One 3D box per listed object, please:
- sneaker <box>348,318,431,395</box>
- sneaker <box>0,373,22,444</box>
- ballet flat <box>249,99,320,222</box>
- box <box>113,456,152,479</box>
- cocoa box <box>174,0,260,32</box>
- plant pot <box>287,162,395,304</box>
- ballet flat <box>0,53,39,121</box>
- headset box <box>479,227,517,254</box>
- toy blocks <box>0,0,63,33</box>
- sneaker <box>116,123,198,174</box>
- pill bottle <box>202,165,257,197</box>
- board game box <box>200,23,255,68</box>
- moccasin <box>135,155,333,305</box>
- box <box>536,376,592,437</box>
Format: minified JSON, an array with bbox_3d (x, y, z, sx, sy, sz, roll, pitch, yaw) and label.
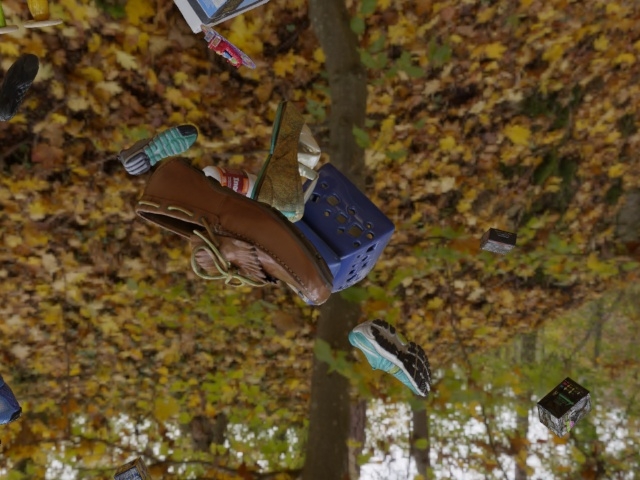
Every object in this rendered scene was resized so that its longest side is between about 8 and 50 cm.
[{"bbox_3d":[0.185,0.298,1.653,0.110,0.275,0.107,-27,-153,41],"label":"sneaker"},{"bbox_3d":[-0.664,0.360,1.141,0.330,0.147,0.130,-36,-171,13],"label":"sneaker"},{"bbox_3d":[-0.056,-0.153,1.257,0.123,0.123,0.348,0,-140,7],"label":"ballet flat"},{"bbox_3d":[-0.361,0.538,1.330,0.054,0.169,0.059,-25,-178,-7],"label":"box"},{"bbox_3d":[-0.263,-0.813,1.918,0.228,0.231,0.347,-21,-164,49],"label":"cocoa box"},{"bbox_3d":[0.000,0.000,1.526,0.212,0.236,0.236,-35,163,-34],"label":"plant pot"},{"bbox_3d":[-0.706,-0.357,1.500,0.057,0.173,0.049,28,172,-15],"label":"ballet flat"},{"bbox_3d":[0.397,0.001,1.442,0.062,0.032,0.083,13,163,3],"label":"headset box"},{"bbox_3d":[-0.406,-0.350,0.836,0.054,0.148,0.123,12,-151,32],"label":"toy blocks"},{"bbox_3d":[-0.448,-0.268,1.766,0.223,0.083,0.098,-32,-133,-21],"label":"sneaker"},{"bbox_3d":[-0.234,-0.147,1.684,0.086,0.086,0.152,1,-179,43],"label":"pill bottle"},{"bbox_3d":[-0.242,-0.475,1.629,0.168,0.033,0.133,36,178,-14],"label":"board game box"},{"bbox_3d":[-0.141,-0.002,0.976,0.380,0.147,0.139,31,165,25],"label":"moccasin"},{"bbox_3d":[0.443,0.302,1.175,0.083,0.062,0.052,-33,-142,-17],"label":"box"}]
